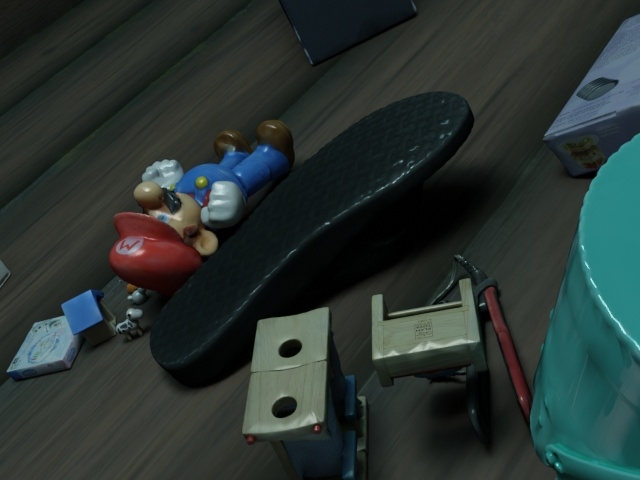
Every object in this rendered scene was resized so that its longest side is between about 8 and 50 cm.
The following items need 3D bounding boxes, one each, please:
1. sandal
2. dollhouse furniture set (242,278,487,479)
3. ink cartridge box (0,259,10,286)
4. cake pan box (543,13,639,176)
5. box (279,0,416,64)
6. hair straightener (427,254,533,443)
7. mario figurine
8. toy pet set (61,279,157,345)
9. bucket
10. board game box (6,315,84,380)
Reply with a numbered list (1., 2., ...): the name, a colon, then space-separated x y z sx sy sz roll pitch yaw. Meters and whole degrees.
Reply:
1. sandal: -0.002 0.000 0.912 0.446 0.107 0.167 -42 34 3
2. dollhouse furniture set: 0.049 0.136 0.650 0.184 0.129 0.129 -12 36 12
3. ink cartridge box: -0.667 0.027 1.244 0.289 0.211 0.121 -6 38 29
4. cake pan box: 0.392 -0.190 0.817 0.267 0.070 0.245 -18 30 54
5. box: -0.014 -0.555 1.476 0.212 0.293 0.395 -26 33 5
6. hair straightener: 0.129 0.090 0.723 0.089 0.047 0.230 -20 34 13
7. mario figurine: -0.162 -0.068 1.027 0.320 0.170 0.198 -54 0 -44
8. toy pet set: -0.261 0.074 1.014 0.114 0.065 0.122 -27 33 2
9. bucket: 0.268 0.062 0.470 0.281 0.183 0.281 -6 48 7
10. board game box: -0.350 0.136 1.036 0.090 0.020 0.090 -15 35 21
